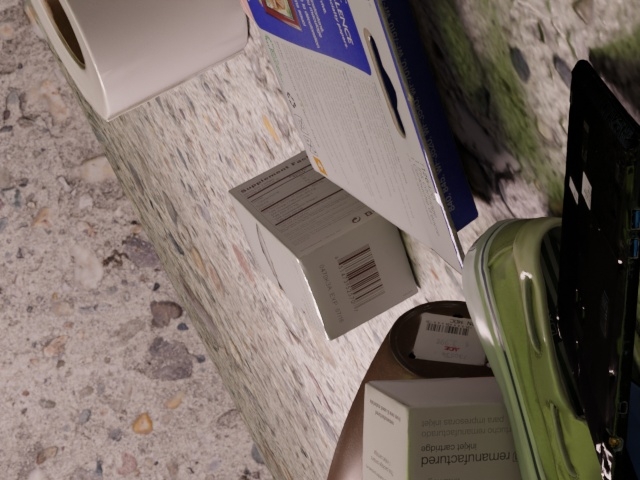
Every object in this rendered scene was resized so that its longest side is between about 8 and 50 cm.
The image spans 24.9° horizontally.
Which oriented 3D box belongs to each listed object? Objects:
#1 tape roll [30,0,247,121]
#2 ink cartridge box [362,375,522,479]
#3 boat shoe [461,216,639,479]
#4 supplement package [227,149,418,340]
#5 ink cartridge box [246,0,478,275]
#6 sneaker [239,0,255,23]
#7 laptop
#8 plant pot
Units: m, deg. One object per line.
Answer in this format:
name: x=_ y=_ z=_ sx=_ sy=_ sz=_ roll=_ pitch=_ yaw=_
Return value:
tape roll: x=-0.205 y=-0.273 z=1.515 sx=0.246 sy=0.169 sz=0.246 roll=56 pitch=166 yaw=21
ink cartridge box: x=0.123 y=0.226 z=1.079 sx=0.100 sy=0.172 sz=0.237 roll=-160 pitch=70 yaw=-71
boat shoe: x=0.185 y=0.125 z=0.983 sx=0.302 sy=0.109 sz=0.094 roll=64 pitch=163 yaw=0
supplement package: x=0.000 y=0.000 z=1.429 sx=0.179 sy=0.105 sz=0.105 roll=42 pitch=157 yaw=56
ink cartridge box: x=0.027 y=-0.153 z=1.109 sx=0.307 sy=0.072 sz=0.303 roll=34 pitch=149 yaw=60
sneaker: x=-0.059 y=-0.244 z=1.274 sx=0.070 sy=0.051 sz=0.134 roll=-136 pitch=26 yaw=-79
laptop: x=0.204 y=0.052 z=0.771 sx=0.234 sy=0.137 sz=0.264 roll=-80 pitch=-9 yaw=-74
plant pot: x=0.105 y=0.171 z=1.228 sx=0.215 sy=0.215 sz=0.230 roll=48 pitch=147 yaw=45
